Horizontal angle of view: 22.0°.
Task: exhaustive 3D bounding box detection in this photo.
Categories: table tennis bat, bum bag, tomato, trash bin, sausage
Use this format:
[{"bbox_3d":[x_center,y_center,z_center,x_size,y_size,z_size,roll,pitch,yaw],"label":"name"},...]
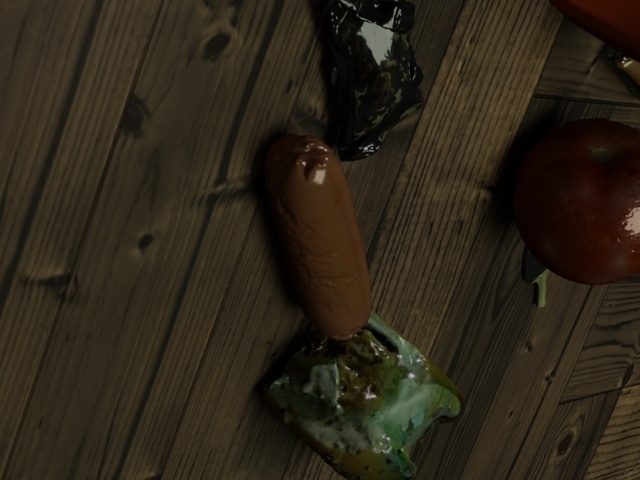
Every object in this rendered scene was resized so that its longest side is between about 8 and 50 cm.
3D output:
[{"bbox_3d":[0.309,0.034,2.290,0.087,0.013,0.156,-40,144,-33],"label":"table tennis bat"},{"bbox_3d":[0.053,-0.186,1.654,0.102,0.069,0.248,-43,148,-30],"label":"bum bag"},{"bbox_3d":[0.346,-0.045,2.085,0.208,0.208,0.184,-39,147,-33],"label":"tomato"},{"bbox_3d":[0.401,-0.273,1.945,0.161,0.239,0.184,-61,153,5],"label":"trash bin"},{"bbox_3d":[0.000,0.000,1.715,0.086,0.086,0.289,-47,147,-23],"label":"sausage"}]

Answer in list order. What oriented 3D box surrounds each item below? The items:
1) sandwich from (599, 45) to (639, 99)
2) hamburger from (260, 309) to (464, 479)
[{"bbox_3d":[0.473,-0.313,2.193,0.245,0.063,0.212,-62,150,1],"label":"sandwich"},{"bbox_3d":[0.064,0.193,1.894,0.167,0.192,0.288,-48,149,-3],"label":"hamburger"}]
